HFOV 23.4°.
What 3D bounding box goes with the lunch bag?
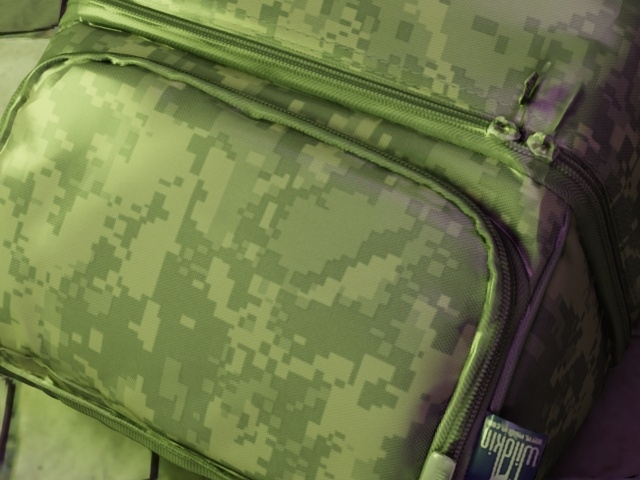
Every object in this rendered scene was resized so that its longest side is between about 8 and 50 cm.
[{"bbox_3d":[0.000,0.000,0.723,0.305,0.212,0.256,23,72,23],"label":"lunch bag"}]
